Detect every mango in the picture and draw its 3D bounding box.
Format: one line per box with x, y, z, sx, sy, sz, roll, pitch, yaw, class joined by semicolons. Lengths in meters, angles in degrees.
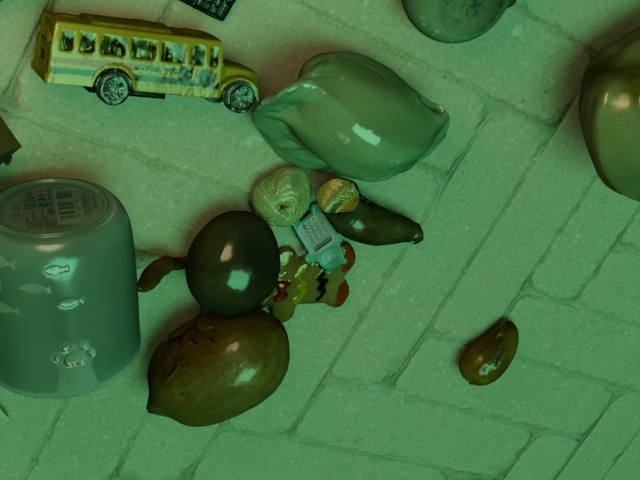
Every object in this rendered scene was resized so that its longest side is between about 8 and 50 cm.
0.376;0.252;2.301;0.159;0.084;0.105;-39;136;2;mango

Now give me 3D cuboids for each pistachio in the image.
0.663;-0.247;2.003;0.446;0.281;0.365;-3;115;-41;pistachio

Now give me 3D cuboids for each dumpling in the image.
0.062;-0.206;1.776;0.321;0.270;0.211;35;79;-15;dumpling

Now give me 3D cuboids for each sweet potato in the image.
-0.272;0.050;1.824;0.179;0.044;0.044;-40;154;-62;sweet potato
0.088;-0.038;1.945;0.112;0.085;0.286;-13;151;39;sweet potato

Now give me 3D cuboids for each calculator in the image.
0.000;0.000;1.963;0.094;0.019;0.141;-36;117;-12;calculator

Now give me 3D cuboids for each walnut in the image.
-0.195;0.231;1.930;0.298;0.203;0.203;-30;130;3;walnut

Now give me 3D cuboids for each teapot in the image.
0.219;-0.423;1.743;0.294;0.129;0.193;3;120;-26;teapot

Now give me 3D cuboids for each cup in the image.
-0.464;0.054;1.672;0.357;0.259;0.274;8;121;5;cup

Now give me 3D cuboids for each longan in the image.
-0.151;0.040;1.851;0.167;0.167;0.187;7;93;-30;longan

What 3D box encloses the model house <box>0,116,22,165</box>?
-0.602;-0.123;1.543;0.248;0.181;0.176;-32;92;30;model house

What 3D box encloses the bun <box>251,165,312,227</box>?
-0.063;-0.073;1.872;0.115;0.069;0.115;-14;127;-19;bun

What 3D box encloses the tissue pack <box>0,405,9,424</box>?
-0.602;0.294;1.881;0.056;0.023;0.108;-29;129;-6;tissue pack

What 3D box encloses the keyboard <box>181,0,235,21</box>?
-0.246;-0.430;1.573;0.310;0.018;0.101;23;110;-36;keyboard

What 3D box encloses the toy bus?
-0.258;-0.270;1.613;0.336;0.121;0.123;1;108;-27;toy bus

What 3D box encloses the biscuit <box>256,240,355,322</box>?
-0.053;0.085;2.007;0.250;0.036;0.165;-7;123;-22;biscuit
